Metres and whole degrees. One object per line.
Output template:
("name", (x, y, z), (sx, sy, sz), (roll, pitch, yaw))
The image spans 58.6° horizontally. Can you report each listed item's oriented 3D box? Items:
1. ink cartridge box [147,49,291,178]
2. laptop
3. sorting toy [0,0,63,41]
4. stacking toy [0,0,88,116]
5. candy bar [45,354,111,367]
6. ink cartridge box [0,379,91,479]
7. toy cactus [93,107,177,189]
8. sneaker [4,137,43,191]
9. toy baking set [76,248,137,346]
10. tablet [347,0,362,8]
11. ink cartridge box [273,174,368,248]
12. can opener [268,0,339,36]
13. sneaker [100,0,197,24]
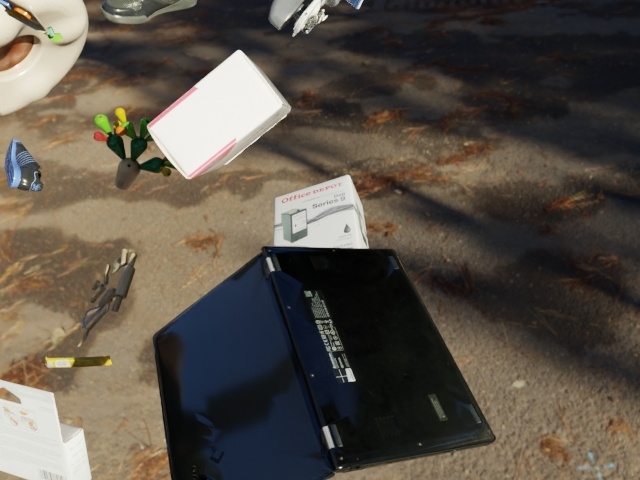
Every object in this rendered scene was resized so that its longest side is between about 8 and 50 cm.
("ink cartridge box", (-0.173, -0.228, 1.061), (0.207, 0.117, 0.283), (-38, 9, 7))
("laptop", (-0.024, 0.223, 0.906), (0.407, 0.236, 0.382), (1, 45, -26))
("sorting toy", (-0.351, -0.268, 0.684), (0.083, 0.062, 0.012), (29, 78, -4))
("stacking toy", (-0.738, -0.507, 1.109), (0.480, 0.350, 0.350), (46, 50, -1))
("candy bar", (-0.621, 0.310, 1.458), (0.161, 0.040, 0.018), (1, 45, -11))
("ink cartridge box", (-0.619, 0.384, 1.191), (0.274, 0.239, 0.060), (6, 18, 21))
("toy cactus", (-0.411, -0.188, 1.272), (0.218, 0.181, 0.112), (23, 27, -21))
("sneaker", (-0.915, -0.228, 1.762), (0.090, 0.081, 0.232), (15, 33, -41))
("toy baking set", (-0.546, 0.144, 1.464), (0.196, 0.030, 0.256), (-26, 45, 37))
("tablet", (0.068, -0.412, 0.899), (0.006, 0.083, 0.054), (10, 33, -37))
("ink cartridge box", (0.000, 0.000, 1.365), (0.211, 0.122, 0.289), (-16, 44, 11))
("can opener", (0.015, -0.477, 1.038), (0.280, 0.093, 0.074), (-54, 9, -24))
("sneaker", (-0.341, -0.517, 1.142), (0.087, 0.130, 0.227), (43, 54, 18))
